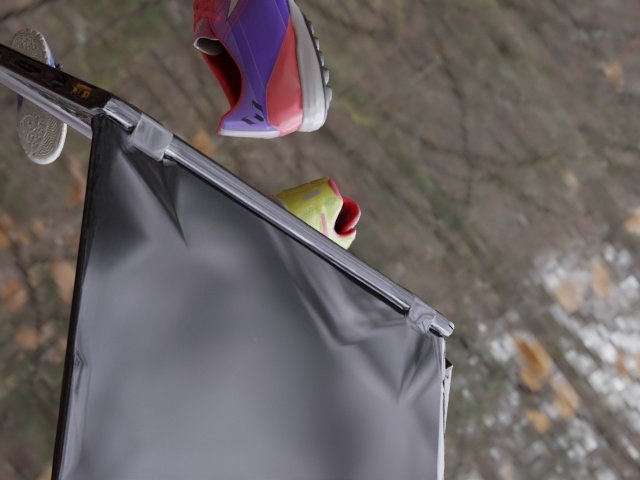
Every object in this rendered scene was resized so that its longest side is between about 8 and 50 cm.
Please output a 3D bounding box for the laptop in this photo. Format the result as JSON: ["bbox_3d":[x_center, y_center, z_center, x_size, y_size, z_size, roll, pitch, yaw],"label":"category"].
[{"bbox_3d":[-0.103,0.069,1.130,0.408,0.382,0.236,26,-96,43],"label":"laptop"}]

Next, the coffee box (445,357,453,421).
[{"bbox_3d":[0.065,0.217,2.157,0.119,0.297,0.168,-31,-121,-22],"label":"coffee box"}]

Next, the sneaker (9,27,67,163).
[{"bbox_3d":[-0.309,-0.152,1.878,0.058,0.152,0.084,-14,169,-1],"label":"sneaker"}]

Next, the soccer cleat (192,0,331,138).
[{"bbox_3d":[-0.086,-0.251,1.732,0.116,0.318,0.108,-12,162,-16],"label":"soccer cleat"}]

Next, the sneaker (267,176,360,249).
[{"bbox_3d":[0.000,0.000,1.610,0.094,0.081,0.208,-31,162,-3],"label":"sneaker"}]
